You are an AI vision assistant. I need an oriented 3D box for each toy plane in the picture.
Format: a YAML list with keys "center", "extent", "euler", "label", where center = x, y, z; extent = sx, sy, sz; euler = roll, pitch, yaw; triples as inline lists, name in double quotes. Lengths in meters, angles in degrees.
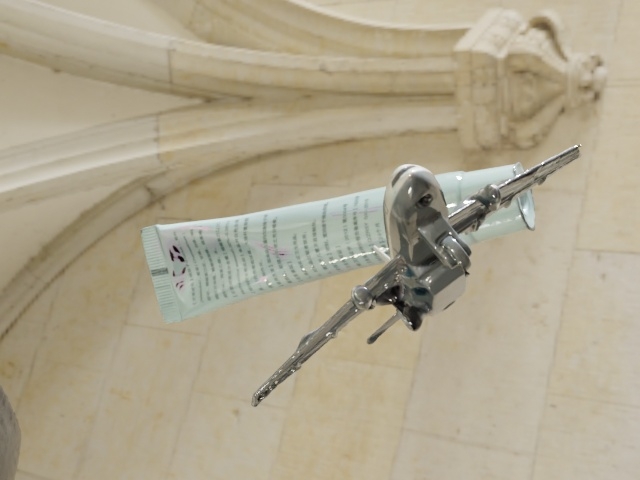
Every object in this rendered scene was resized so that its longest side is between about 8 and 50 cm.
- center: [0.049, 0.008, 0.489]
  extent: [0.226, 0.058, 0.226]
  euler: [-37, -7, -5]
  label: "toy plane"

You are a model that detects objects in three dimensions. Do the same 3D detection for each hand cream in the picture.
- center: [0.000, 0.000, 0.768]
  extent: [0.058, 0.331, 0.085]
  euler: [-31, -73, -66]
  label: "hand cream"

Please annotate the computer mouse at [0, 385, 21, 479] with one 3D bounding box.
- center: [-0.270, 0.168, 0.664]
  extent: [0.168, 0.087, 0.295]
  euler: [-56, -9, -33]
  label: "computer mouse"
